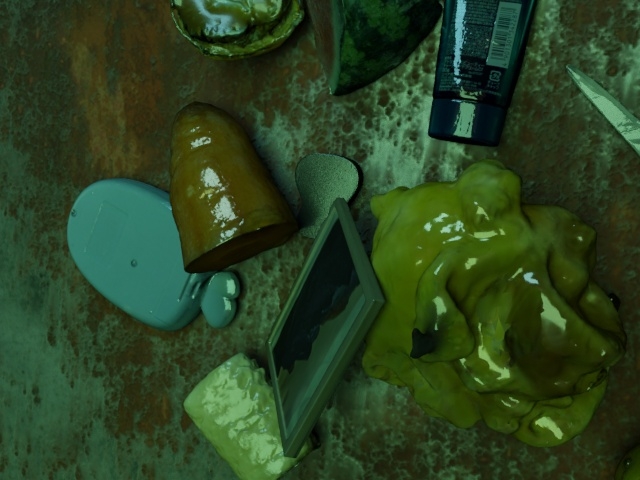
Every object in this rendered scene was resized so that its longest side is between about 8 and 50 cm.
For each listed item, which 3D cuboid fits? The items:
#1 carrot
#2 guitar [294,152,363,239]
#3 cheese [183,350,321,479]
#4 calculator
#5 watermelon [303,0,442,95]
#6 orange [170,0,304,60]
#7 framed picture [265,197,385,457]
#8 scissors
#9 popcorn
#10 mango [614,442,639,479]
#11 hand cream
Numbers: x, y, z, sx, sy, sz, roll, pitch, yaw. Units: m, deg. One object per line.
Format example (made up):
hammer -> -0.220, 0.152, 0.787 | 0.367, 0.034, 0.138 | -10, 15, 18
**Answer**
carrot -> -0.130, -0.084, 1.001 | 0.159, 0.159, 0.224 | -24, 75, 21
guitar -> 0.000, 0.000, 1.015 | 0.088, 0.025, 0.233 | 10, 98, 19
cheese -> -0.095, 0.247, 1.035 | 0.123, 0.094, 0.167 | -45, 78, 20
calculator -> -0.243, 0.023, 1.103 | 0.303, 0.042, 0.188 | 29, 103, 20
watermelon -> 0.017, -0.281, 0.923 | 0.202, 0.207, 0.136 | 15, 73, 35
orange -> -0.104, -0.304, 0.987 | 0.170, 0.112, 0.160 | 16, 89, -4
framed picture -> -0.006, 0.104, 0.925 | 0.018, 0.192, 0.265 | 11, 124, -21
scissors -> 0.381, -0.092, 0.862 | 0.109, 0.022, 0.300 | -44, 77, 15
popcorn -> 0.173, 0.064, 0.835 | 0.316, 0.281, 0.297 | 20, 118, 31
mango -> 0.425, 0.281, 0.837 | 0.195, 0.092, 0.130 | 23, 101, 12
hand cream -> 0.193, -0.249, 0.907 | 0.120, 0.061, 0.270 | 11, 93, 19
